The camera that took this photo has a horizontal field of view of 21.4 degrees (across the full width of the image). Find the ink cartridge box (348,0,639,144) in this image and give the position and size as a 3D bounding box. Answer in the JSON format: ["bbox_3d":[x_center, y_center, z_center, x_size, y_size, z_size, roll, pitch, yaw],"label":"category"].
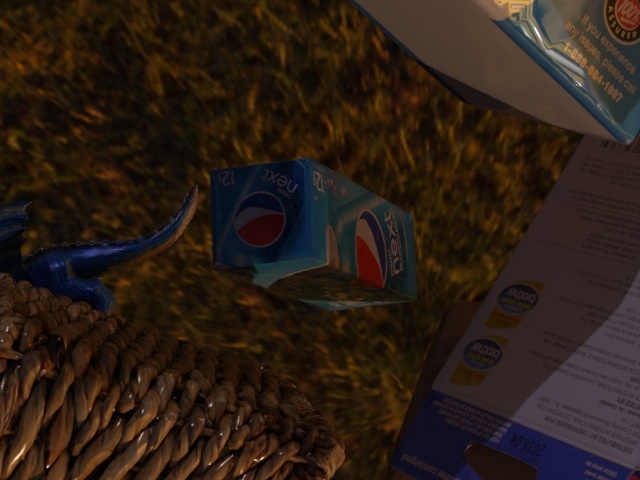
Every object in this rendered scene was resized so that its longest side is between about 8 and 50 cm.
[{"bbox_3d":[0.123,-0.239,0.823,0.223,0.129,0.307,36,80,-38],"label":"ink cartridge box"}]

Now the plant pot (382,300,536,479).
[{"bbox_3d":[0.165,0.145,1.078,0.229,0.263,0.263,19,86,7],"label":"plant pot"}]

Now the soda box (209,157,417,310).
[{"bbox_3d":[0.000,0.000,1.139,0.071,0.210,0.067,-7,79,20],"label":"soda box"}]

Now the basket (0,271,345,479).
[{"bbox_3d":[-0.137,0.163,1.064,0.223,0.299,0.213,21,90,-13],"label":"basket"}]

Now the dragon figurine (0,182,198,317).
[{"bbox_3d":[-0.230,0.026,1.257,0.289,0.085,0.144,-40,108,5],"label":"dragon figurine"}]

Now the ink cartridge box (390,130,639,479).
[{"bbox_3d":[0.179,0.024,0.907,0.065,0.186,0.311,41,78,-29],"label":"ink cartridge box"}]
